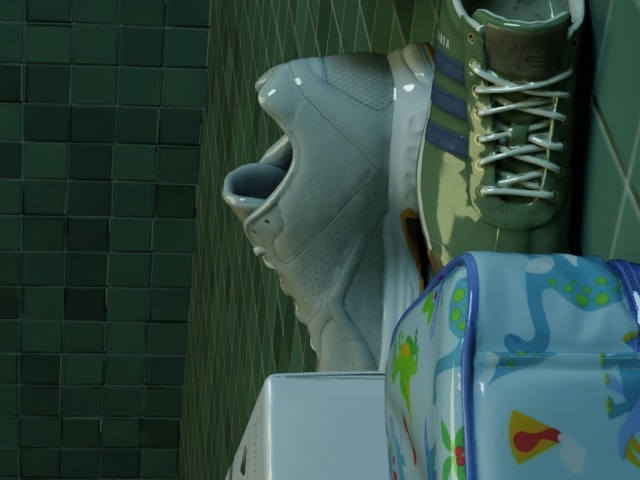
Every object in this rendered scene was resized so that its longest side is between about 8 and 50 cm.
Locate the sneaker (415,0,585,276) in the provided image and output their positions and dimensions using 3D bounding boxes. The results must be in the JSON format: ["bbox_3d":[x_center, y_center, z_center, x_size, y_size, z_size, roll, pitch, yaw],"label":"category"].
[{"bbox_3d":[0.076,-0.063,0.809,0.086,0.064,0.192,100,173,-71],"label":"sneaker"}]

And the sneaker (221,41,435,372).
[{"bbox_3d":[0.000,0.000,1.140,0.099,0.121,0.262,-100,14,-58],"label":"sneaker"}]

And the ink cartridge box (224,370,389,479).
[{"bbox_3d":[0.012,0.207,1.034,0.283,0.117,0.207,112,158,-67],"label":"ink cartridge box"}]

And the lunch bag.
[{"bbox_3d":[0.074,0.119,0.712,0.176,0.090,0.219,117,153,-70],"label":"lunch bag"}]
